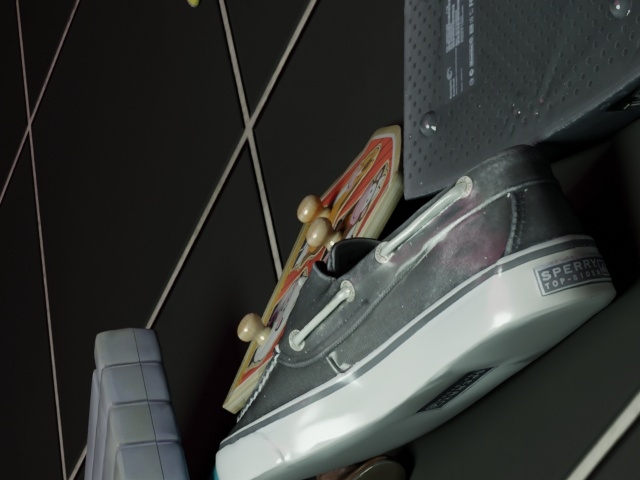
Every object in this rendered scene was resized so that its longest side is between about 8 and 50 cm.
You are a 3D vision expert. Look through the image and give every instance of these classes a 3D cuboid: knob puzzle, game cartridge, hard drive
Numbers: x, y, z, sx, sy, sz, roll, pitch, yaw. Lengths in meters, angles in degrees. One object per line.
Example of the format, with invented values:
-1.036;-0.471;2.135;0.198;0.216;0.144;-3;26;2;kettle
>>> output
0.000;0.000;1.083;0.213;0.030;0.213;-57;10;15;knob puzzle
-0.135;0.267;1.294;0.230;0.068;0.355;-113;25;-43;game cartridge
0.120;-0.124;0.916;0.255;0.054;0.172;150;124;-61;hard drive

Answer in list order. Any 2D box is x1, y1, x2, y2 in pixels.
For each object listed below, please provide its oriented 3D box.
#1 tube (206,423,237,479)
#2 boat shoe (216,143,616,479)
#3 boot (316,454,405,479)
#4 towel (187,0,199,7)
-0.039;0.141;1.163;0.207;0.052;0.080;115;154;-50;tube
0.030;0.049;0.952;0.301;0.108;0.102;-41;64;47;boat shoe
0.017;0.120;1.103;0.106;0.037;0.114;127;148;-45;boot
-0.104;-0.248;1.523;0.060;0.009;0.083;-114;39;-52;towel
